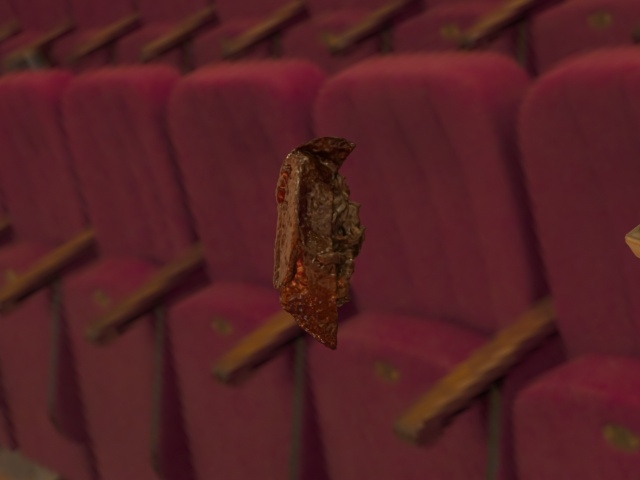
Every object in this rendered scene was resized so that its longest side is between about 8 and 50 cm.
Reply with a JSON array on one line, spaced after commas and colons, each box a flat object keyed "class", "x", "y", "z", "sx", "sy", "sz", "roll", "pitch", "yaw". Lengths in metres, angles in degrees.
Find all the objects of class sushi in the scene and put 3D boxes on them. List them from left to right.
[{"class": "sushi", "x": 0.000, "y": 0.000, "z": 1.066, "sx": 0.052, "sy": 0.055, "sz": 0.120, "roll": 125, "pitch": 152, "yaw": -50}]

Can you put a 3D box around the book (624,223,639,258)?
[{"class": "book", "x": 0.356, "y": -0.064, "z": 1.289, "sx": 0.264, "sy": 0.027, "sz": 0.202, "roll": -38, "pitch": 11, "yaw": -6}]
